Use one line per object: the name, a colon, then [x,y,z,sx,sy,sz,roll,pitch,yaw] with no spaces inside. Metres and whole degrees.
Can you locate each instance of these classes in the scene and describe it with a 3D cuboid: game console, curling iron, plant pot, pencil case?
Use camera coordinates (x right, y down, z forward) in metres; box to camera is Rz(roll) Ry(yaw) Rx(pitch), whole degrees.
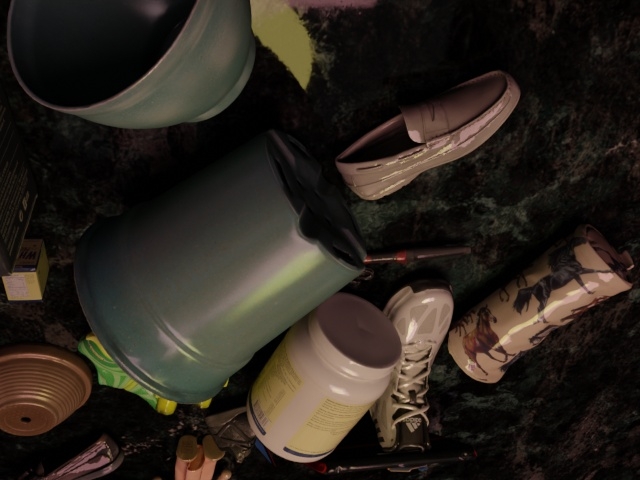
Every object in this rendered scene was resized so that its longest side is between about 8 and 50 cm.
game console: [-0.193,0.533,1.555,0.124,0.085,0.144,-14,132,-1]
curling iron: [0.171,0.038,1.235,0.273,0.035,0.068,-12,137,-1]
plant pot: [-0.607,0.331,1.266,0.237,0.110,0.237,-7,133,-8]
plant pot: [-0.132,0.021,0.937,0.334,0.341,0.341,-34,130,19]
plant pot: [-0.201,-0.261,0.747,0.293,0.293,0.196,-32,156,16]
game console: [0.156,0.548,1.544,0.386,0.060,0.342,-2,170,-12]
pencil case: [0.473,0.142,1.312,0.183,0.160,0.410,18,127,-46]

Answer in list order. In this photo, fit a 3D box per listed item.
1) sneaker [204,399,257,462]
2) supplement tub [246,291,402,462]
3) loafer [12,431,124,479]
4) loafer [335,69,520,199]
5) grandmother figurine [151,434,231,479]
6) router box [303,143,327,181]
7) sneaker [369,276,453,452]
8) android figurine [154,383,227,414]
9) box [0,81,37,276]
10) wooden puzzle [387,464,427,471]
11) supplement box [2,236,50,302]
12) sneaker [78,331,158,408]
sneaker: [-0.157,0.450,1.450,0.227,0.087,0.130,-18,90,8]
supplement tub: [0.005,0.291,1.285,0.235,0.235,0.325,16,126,-25]
loafer: [-0.638,0.549,1.472,0.302,0.109,0.095,-20,113,-3]
loafer: [0.171,-0.180,0.990,0.319,0.112,0.111,-33,138,17]
grandmother figurine: [-0.348,0.657,1.623,0.207,0.104,0.343,8,127,-7]
router box: [-0.039,-0.099,1.062,0.092,0.038,0.122,-22,132,9]
sneaker: [0.218,0.307,1.332,0.169,0.258,0.448,2,130,-14]
android figurine: [-0.255,0.226,1.236,0.248,0.056,0.273,-1,114,-39]
box: [-0.586,-0.148,0.777,0.293,0.212,0.396,-4,132,-9]
wooden puzzle: [0.215,0.555,1.484,0.116,0.014,0.078,-16,165,36]
supplement box: [-0.515,0.051,1.055,0.056,0.083,0.083,-1,132,-13]
sneaker: [-0.397,0.268,1.279,0.123,0.110,0.296,-8,134,20]
